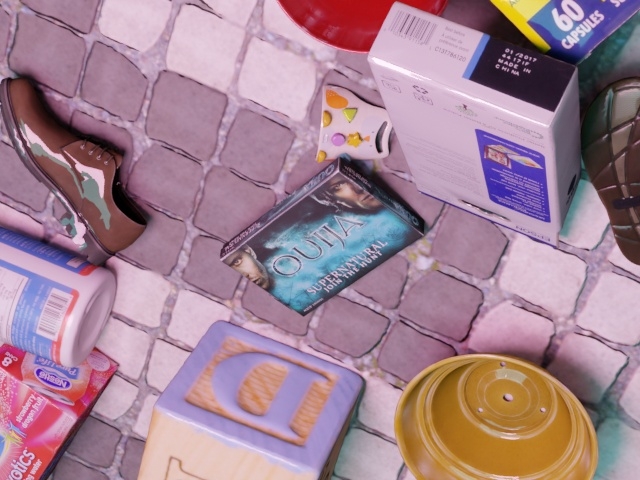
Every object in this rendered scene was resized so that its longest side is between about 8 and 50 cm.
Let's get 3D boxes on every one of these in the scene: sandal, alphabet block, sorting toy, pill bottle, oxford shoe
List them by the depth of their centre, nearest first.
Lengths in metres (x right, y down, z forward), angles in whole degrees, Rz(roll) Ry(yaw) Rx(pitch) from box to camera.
[{"bbox_3d":[0.305,-0.069,1.241,0.090,0.060,0.219,-9,130,24],"label":"sandal"},{"bbox_3d":[0.035,-0.109,1.326,0.075,0.045,0.083,4,122,-5],"label":"sorting toy"},{"bbox_3d":[-0.267,-0.091,1.427,0.096,0.083,0.227,-30,107,12],"label":"oxford shoe"},{"bbox_3d":[-0.084,0.242,1.475,0.193,0.192,0.197,22,122,9],"label":"alphabet block"},{"bbox_3d":[-0.360,0.053,1.504,0.221,0.124,0.124,22,123,8],"label":"pill bottle"}]

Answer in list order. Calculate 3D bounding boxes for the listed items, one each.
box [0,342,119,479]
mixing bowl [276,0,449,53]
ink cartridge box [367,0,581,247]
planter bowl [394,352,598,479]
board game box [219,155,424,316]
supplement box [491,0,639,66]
[{"bbox_3d":[-0.373,0.228,1.608,0.128,0.122,0.257,35,124,-1],"label":"box"},{"bbox_3d":[0.047,-0.271,1.188,0.181,0.098,0.181,9,121,16],"label":"mixing bowl"},{"bbox_3d":[0.150,-0.094,1.181,0.165,0.065,0.332,23,168,16],"label":"ink cartridge box"},{"bbox_3d":[0.195,0.191,1.403,0.217,0.090,0.217,9,121,16],"label":"planter bowl"},{"bbox_3d":[0.000,0.000,1.380,0.126,0.026,0.186,35,127,-26],"label":"board game box"},{"bbox_3d":[0.157,-0.348,1.047,0.356,0.195,0.194,43,123,-7],"label":"supplement box"}]
